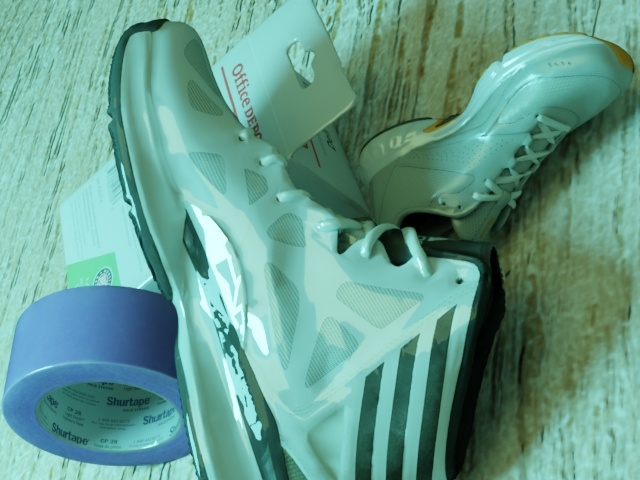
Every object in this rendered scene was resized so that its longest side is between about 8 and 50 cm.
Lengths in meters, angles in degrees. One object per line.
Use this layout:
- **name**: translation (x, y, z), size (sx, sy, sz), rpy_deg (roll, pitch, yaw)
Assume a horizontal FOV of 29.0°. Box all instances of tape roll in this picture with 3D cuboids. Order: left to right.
- **tape roll**: translation (-0.184, 0.125, 1.106), size (0.189, 0.189, 0.080), rpy_deg (-27, 45, 30)

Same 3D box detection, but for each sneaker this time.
- **sneaker**: translation (0.000, 0.001, 0.978), size (0.257, 0.169, 0.447), rpy_deg (-19, 74, 7)
- **sneaker**: translation (0.145, -0.062, 0.998), size (0.262, 0.099, 0.121), rpy_deg (-32, 50, 37)

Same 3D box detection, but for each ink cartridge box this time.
- **ink cartridge box**: translation (-0.086, -0.051, 1.194), size (0.353, 0.119, 0.207), rpy_deg (-39, 41, 19)
